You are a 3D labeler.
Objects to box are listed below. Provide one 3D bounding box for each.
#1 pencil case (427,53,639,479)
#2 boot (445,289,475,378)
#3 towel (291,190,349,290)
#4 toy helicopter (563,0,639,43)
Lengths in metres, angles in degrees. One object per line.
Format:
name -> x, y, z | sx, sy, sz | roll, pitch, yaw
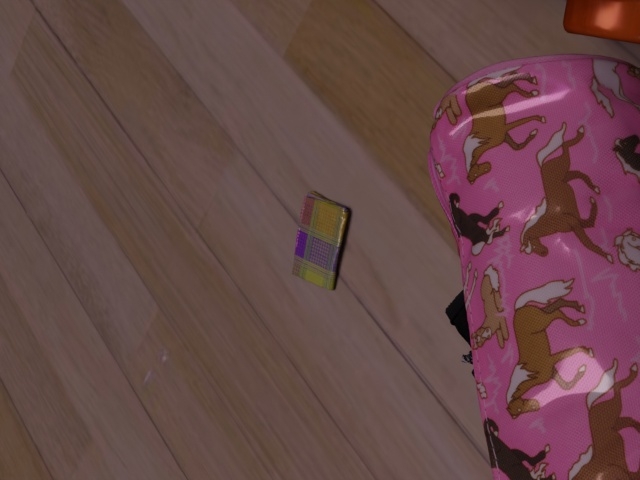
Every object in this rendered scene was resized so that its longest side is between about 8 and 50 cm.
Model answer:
pencil case -> 0.173, 0.067, 0.746 | 0.160, 0.167, 0.386 | 136, 133, -57
boot -> 0.152, 0.066, 0.889 | 0.121, 0.045, 0.099 | -56, 51, 40
towel -> 0.000, 0.000, 1.073 | 0.060, 0.009, 0.083 | 23, 108, 43
toy helicopter -> 0.097, -0.214, 0.715 | 0.234, 0.355, 0.140 | 16, 104, 27
